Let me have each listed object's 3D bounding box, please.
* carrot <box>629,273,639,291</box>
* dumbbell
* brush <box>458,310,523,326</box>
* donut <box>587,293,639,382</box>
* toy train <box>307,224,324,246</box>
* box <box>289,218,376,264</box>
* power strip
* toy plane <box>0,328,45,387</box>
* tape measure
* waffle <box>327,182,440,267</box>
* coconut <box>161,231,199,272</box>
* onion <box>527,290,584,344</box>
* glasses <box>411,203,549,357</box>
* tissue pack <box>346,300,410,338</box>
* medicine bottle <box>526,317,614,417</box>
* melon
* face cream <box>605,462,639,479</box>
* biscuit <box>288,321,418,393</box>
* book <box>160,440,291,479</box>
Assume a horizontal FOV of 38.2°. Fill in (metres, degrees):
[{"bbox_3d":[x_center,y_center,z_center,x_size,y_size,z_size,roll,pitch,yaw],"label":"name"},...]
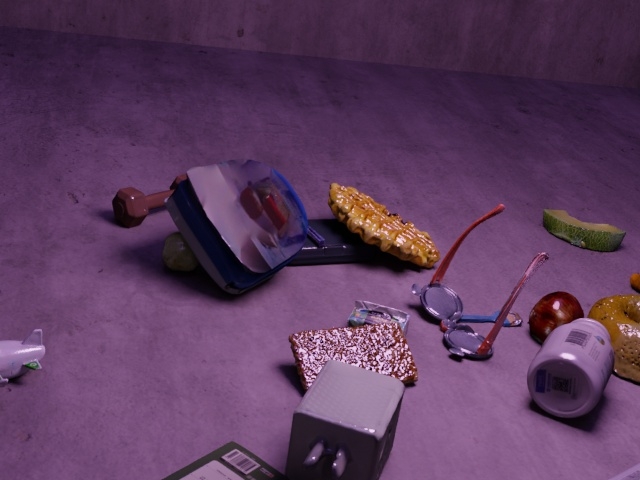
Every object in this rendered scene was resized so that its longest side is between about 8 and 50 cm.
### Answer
[{"bbox_3d":[0.788,0.130,2.146,0.042,0.042,0.171,-4,30,-26],"label":"carrot"},{"bbox_3d":[-0.380,-0.096,2.171,0.082,0.092,0.230,-9,8,44],"label":"dumbbell"},{"bbox_3d":[0.347,0.165,1.953,0.164,0.014,0.051,1,25,-14],"label":"brush"},{"bbox_3d":[0.673,0.191,1.905,0.272,0.107,0.272,8,23,-4],"label":"donut"},{"bbox_3d":[-0.017,-0.012,2.077,0.017,0.017,0.083,-14,35,-27],"label":"toy train"},{"bbox_3d":[0.000,0.000,2.137,0.230,0.050,0.160,-1,27,-23],"label":"box"},{"bbox_3d":[0.030,0.305,1.405,0.139,0.140,0.224,16,27,13],"label":"power strip"},{"bbox_3d":[-0.542,0.192,1.517,0.173,0.080,0.174,6,27,-3],"label":"toy plane"},{"bbox_3d":[-0.165,-0.039,1.942,0.262,0.138,0.259,-27,83,-45],"label":"tape measure"},{"bbox_3d":[0.143,-0.032,2.156,0.283,0.065,0.309,21,21,-31],"label":"waffle"},{"bbox_3d":[-0.291,0.021,1.958,0.087,0.088,0.096,12,54,6],"label":"coconut"},{"bbox_3d":[0.492,0.160,1.907,0.118,0.119,0.117,25,25,31],"label":"onion"},{"bbox_3d":[0.307,0.076,1.835,0.118,0.268,0.234,6,32,-26],"label":"glasses"},{"bbox_3d":[0.113,0.160,1.804,0.111,0.079,0.085,15,26,12],"label":"tissue pack"},{"bbox_3d":[0.475,0.227,1.721,0.135,0.135,0.215,20,27,22],"label":"medicine bottle"},{"bbox_3d":[0.677,-0.028,2.416,0.118,0.064,0.209,-14,31,-39],"label":"melon"},{"bbox_3d":[0.547,0.401,1.454,0.291,0.071,0.144,-13,34,-38],"label":"face cream"},{"bbox_3d":[0.063,0.212,1.679,0.230,0.025,0.131,-5,56,-23],"label":"biscuit"},{"bbox_3d":[-0.148,0.388,1.299,0.202,0.027,0.264,27,30,31],"label":"book"}]
